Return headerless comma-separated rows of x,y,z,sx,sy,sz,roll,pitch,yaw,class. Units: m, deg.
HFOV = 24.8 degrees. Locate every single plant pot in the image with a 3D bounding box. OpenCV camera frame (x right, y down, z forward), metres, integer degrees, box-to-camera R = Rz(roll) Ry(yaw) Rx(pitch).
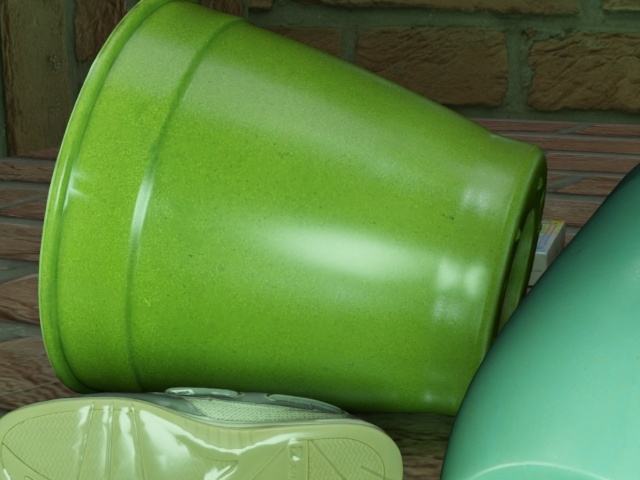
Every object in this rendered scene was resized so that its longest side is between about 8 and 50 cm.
0.195,0.123,0.706,0.293,0.293,0.235,8,33,41,plant pot
0.000,0.000,1.254,0.352,0.367,0.366,14,15,14,plant pot

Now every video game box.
0.200,0.010,1.804,0.187,0.048,0.205,0,12,16,video game box

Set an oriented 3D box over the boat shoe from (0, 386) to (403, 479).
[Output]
-0.088,0.153,1.023,0.285,0.103,0.092,1,6,-7,boat shoe
